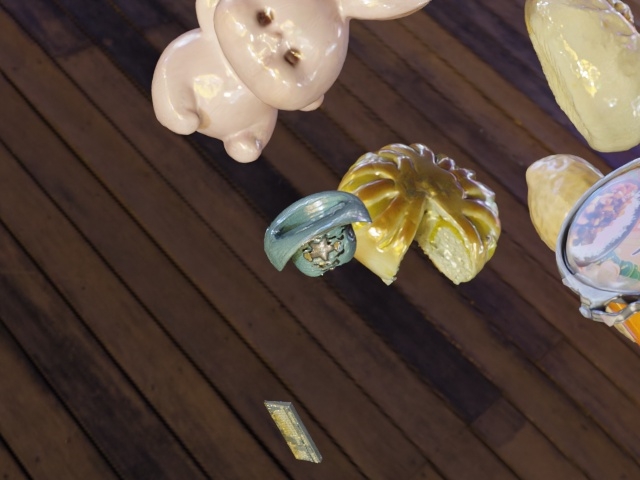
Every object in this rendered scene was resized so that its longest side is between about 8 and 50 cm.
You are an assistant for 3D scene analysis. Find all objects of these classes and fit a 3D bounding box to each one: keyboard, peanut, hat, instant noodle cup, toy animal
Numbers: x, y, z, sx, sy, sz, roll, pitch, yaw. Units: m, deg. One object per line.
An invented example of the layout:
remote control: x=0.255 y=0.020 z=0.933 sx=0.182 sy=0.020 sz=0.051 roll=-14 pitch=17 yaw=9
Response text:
keyboard: x=-0.048 y=0.347 z=1.576 sx=0.055 sy=0.176 sz=0.014 roll=2 pitch=46 yaw=28
peanut: x=0.390 y=0.006 z=1.163 sx=0.149 sy=0.149 sz=0.313 roll=-25 pitch=63 yaw=-35
hat: x=0.000 y=0.000 z=1.060 sx=0.138 sy=0.078 sz=0.191 roll=-25 pitch=16 yaw=0
instant noodle cup: x=0.304 y=0.023 z=0.721 sx=0.208 sy=0.125 sz=0.177 roll=-44 pitch=28 yaw=-10
toy animal: x=-0.027 y=-0.148 z=0.620 sx=0.124 sy=0.212 sz=0.124 roll=29 pitch=46 yaw=-34

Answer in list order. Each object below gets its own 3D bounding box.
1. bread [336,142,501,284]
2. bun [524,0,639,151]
bread: x=0.193 y=-0.066 z=1.715 sx=0.332 sy=0.160 sz=0.333 roll=4 pitch=60 yaw=-7
bun: x=0.327 y=-0.214 z=1.009 sx=0.127 sy=0.222 sz=0.222 roll=-24 pitch=52 yaw=13
